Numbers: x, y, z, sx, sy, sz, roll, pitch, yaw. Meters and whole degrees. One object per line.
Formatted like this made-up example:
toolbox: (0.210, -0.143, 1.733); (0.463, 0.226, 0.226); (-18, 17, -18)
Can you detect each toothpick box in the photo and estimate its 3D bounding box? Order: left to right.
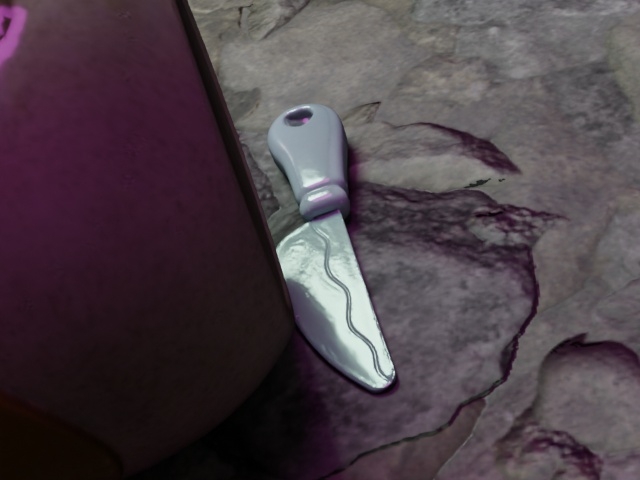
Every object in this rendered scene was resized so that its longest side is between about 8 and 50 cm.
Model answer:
toothpick box: (-0.259, -0.002, 0.787); (0.425, 0.409, 0.409); (-18, 39, -1)

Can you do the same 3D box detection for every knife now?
knife: (-0.002, 0.000, 0.955); (0.080, 0.044, 0.331); (-15, 43, 5)
